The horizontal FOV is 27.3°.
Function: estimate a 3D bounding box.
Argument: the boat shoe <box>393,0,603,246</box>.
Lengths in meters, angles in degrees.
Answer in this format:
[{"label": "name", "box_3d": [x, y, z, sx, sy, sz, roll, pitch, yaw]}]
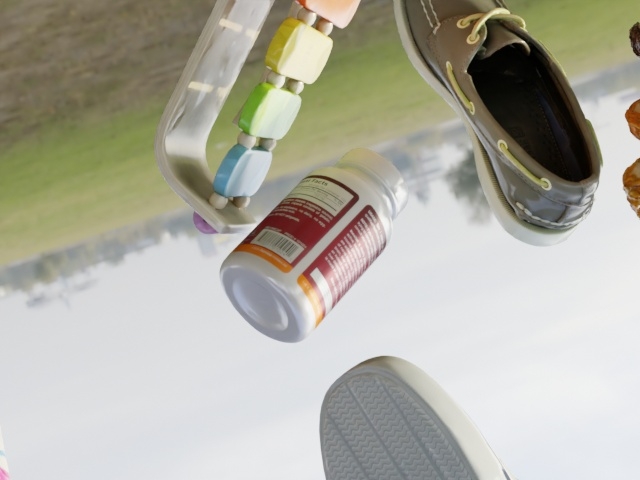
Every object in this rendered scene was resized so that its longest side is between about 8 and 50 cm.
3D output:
[{"label": "boat shoe", "box_3d": [0.156, -0.146, 1.144, 0.109, 0.305, 0.091, -14, 157, -21]}]

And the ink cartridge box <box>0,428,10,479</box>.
[{"label": "ink cartridge box", "box_3d": [-0.207, 0.112, 0.559, 0.134, 0.231, 0.078, -30, 144, 10]}]

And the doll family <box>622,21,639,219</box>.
[{"label": "doll family", "box_3d": [0.291, -0.080, 0.930, 0.163, 0.118, 0.263, -16, -148, 19]}]

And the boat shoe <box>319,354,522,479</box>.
[{"label": "boat shoe", "box_3d": [0.103, 0.201, 0.784, 0.109, 0.302, 0.094, -32, 176, 31]}]

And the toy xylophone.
[{"label": "toy xylophone", "box_3d": [-0.023, -0.161, 1.029, 0.081, 0.323, 0.236, 28, -165, 8]}]

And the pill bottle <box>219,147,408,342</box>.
[{"label": "pill bottle", "box_3d": [0.000, 0.000, 1.005, 0.152, 0.086, 0.086, -46, -162, -30]}]
